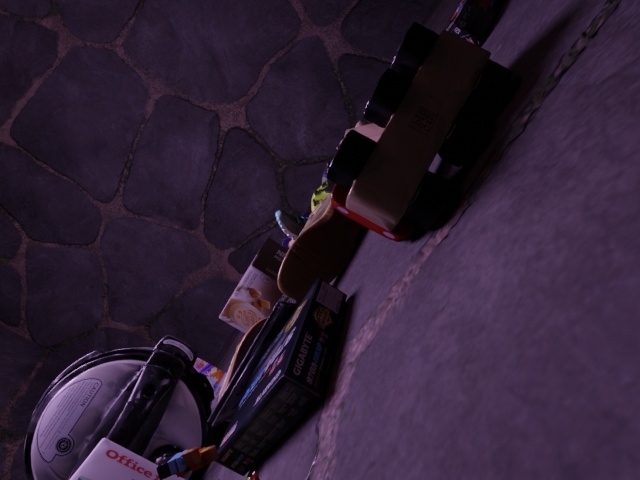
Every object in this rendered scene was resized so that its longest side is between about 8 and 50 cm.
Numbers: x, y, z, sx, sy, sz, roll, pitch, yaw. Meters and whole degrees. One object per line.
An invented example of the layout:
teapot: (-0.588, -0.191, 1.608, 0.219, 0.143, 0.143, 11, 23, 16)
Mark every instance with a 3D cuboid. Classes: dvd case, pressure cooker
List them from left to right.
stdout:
pressure cooker: (-0.422, 0.419, 0.984, 0.420, 0.376, 0.369, 141, 116, -71)
dvd case: (-0.102, 0.208, 0.769, 0.221, 0.018, 0.164, -59, -14, -3)

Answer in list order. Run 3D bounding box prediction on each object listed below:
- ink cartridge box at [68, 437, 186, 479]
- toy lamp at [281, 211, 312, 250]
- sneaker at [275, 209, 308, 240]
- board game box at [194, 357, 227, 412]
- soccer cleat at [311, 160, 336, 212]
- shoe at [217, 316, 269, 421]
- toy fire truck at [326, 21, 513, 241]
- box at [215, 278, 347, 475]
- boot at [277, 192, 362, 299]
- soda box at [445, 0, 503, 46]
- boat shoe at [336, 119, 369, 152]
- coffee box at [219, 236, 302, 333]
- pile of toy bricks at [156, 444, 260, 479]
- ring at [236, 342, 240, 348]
ink cartridge box: (-0.277, 0.417, 0.557, 0.117, 0.201, 0.278, -58, 6, 7)
toy lamp: (-0.088, -0.012, 1.662, 0.274, 0.080, 0.080, -51, 10, 53)
sneaker: (-0.028, -0.030, 0.965, 0.076, 0.166, 0.065, -45, 39, 12)
board game box: (-0.452, 0.518, 1.316, 0.347, 0.233, 0.078, -63, 7, -30)
soccer cleat: (0.036, -0.143, 1.391, 0.289, 0.093, 0.121, -74, -15, -50)
shoe: (-0.151, 0.256, 0.901, 0.219, 0.077, 0.058, -62, 12, -11)
toy fire truck: (0.085, -0.111, 0.549, 0.217, 0.158, 0.246, -61, -5, -10)
box: (-0.051, 0.180, 0.585, 0.220, 0.051, 0.175, -56, 7, 34)
boot: (0.000, 0.000, 0.829, 0.262, 0.095, 0.203, -59, 6, -14)
soda box: (0.265, -0.390, 0.745, 0.169, 0.060, 0.053, -60, 8, -19)
boat shoe: (0.101, -0.263, 1.253, 0.109, 0.098, 0.302, -60, 6, -9)
coffee box: (-0.127, 0.127, 1.033, 0.246, 0.141, 0.098, -52, 9, 44)
pile of toy bricks: (-0.115, 0.286, 0.472, 0.105, 0.118, 0.212, -21, -8, -3)
ring: (-0.220, 0.268, 1.601, 0.336, 0.032, 0.336, -58, 5, 9)
